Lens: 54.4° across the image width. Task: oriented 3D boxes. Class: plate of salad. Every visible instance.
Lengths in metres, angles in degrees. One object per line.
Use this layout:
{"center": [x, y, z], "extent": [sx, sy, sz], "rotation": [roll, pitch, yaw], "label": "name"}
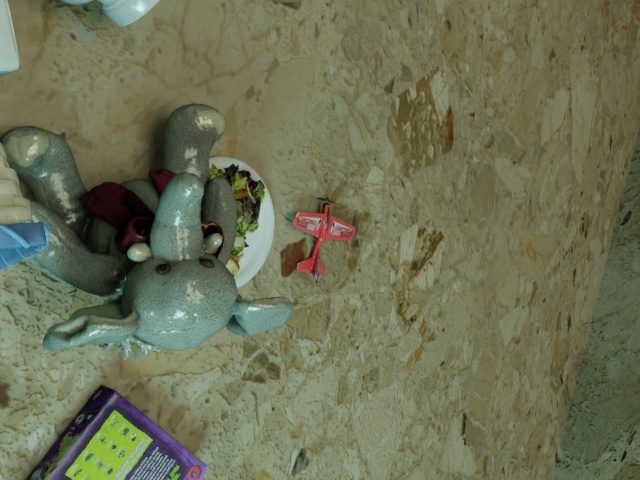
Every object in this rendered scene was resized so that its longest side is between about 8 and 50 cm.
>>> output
{"center": [-0.135, -0.023, 0.908], "extent": [0.199, 0.048, 0.200], "rotation": [-5, 97, -45], "label": "plate of salad"}

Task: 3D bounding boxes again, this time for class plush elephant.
{"center": [-0.181, 0.013, 0.698], "extent": [0.271, 0.255, 0.330], "rotation": [-8, 104, -36], "label": "plush elephant"}

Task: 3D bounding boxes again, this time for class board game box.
{"center": [-0.307, 0.381, 0.769], "extent": [0.208, 0.056, 0.347], "rotation": [53, 58, -31], "label": "board game box"}

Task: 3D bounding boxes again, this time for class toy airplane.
{"center": [0.000, 0.000, 1.065], "extent": [0.151, 0.028, 0.151], "rotation": [-5, 98, -45], "label": "toy airplane"}

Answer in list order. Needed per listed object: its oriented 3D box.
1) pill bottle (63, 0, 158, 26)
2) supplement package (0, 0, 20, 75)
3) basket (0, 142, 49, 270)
{"center": [-0.277, -0.357, 0.654], "extent": [0.264, 0.146, 0.146], "rotation": [45, 63, -39], "label": "pill bottle"}
{"center": [-0.429, -0.203, 0.483], "extent": [0.293, 0.177, 0.175], "rotation": [-18, 104, -46], "label": "supplement package"}
{"center": [-0.360, 0.034, 0.539], "extent": [0.201, 0.254, 0.289], "rotation": [-17, 88, -48], "label": "basket"}
